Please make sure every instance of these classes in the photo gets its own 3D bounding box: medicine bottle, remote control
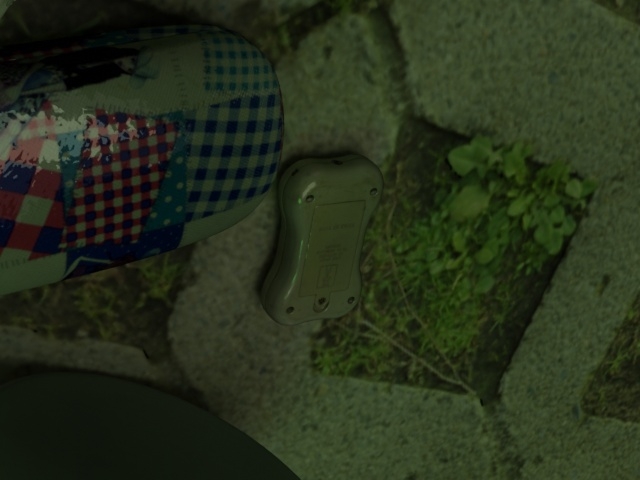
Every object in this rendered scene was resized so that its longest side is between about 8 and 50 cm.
[{"bbox_3d":[-0.140,0.246,0.692,0.252,0.252,0.241,15,111,-39],"label":"medicine bottle"},{"bbox_3d":[0.000,0.000,0.767,0.074,0.032,0.122,-6,124,-30],"label":"remote control"}]

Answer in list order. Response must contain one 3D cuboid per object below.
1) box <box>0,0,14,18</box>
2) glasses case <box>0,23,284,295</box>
[{"bbox_3d":[-0.250,-0.093,0.440,0.203,0.106,0.252,34,87,-30],"label":"box"},{"bbox_3d":[-0.170,-0.034,0.603,0.327,0.076,0.125,-14,124,-24],"label":"glasses case"}]
